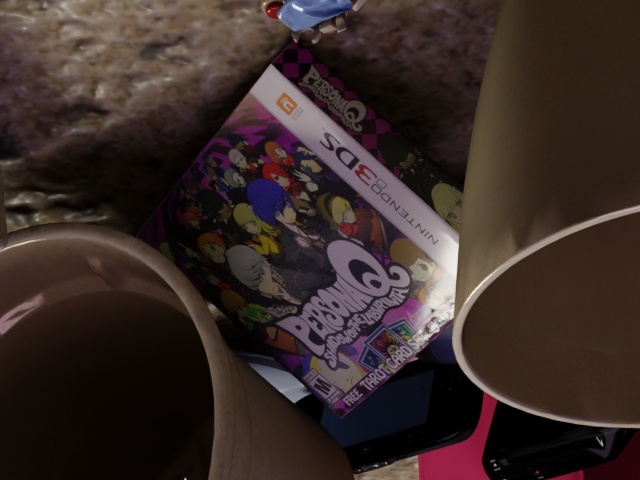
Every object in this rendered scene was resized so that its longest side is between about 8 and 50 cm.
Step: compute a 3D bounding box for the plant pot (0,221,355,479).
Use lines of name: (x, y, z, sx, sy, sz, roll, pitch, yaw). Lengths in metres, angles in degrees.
plant pot: (-0.132, 0.193, 1.248, 0.334, 0.334, 0.305, -18, 153, 23)

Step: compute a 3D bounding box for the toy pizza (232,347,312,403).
toy pizza: (-0.093, 0.138, 1.510, 0.201, 0.032, 0.201, -2, 150, -1)

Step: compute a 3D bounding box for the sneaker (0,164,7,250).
sneaker: (-0.342, -0.066, 1.068, 0.148, 0.131, 0.350, -17, 146, 14)

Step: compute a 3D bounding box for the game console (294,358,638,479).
game console: (0.111, 0.132, 1.356, 0.361, 0.213, 0.044, -21, 114, 27)

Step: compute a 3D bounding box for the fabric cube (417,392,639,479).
fabric cube: (0.262, 0.251, 1.505, 0.254, 0.259, 0.258, 14, 144, -23)

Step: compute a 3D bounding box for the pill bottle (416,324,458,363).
pill bottle: (0.127, 0.032, 1.256, 0.219, 0.123, 0.123, -1, 151, 22)

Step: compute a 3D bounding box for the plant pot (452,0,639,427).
plant pot: (0.191, -0.071, 0.968, 0.256, 0.274, 0.256, -3, 148, -2)

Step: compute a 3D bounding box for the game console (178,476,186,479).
game console: (-0.141, 0.242, 1.692, 0.107, 0.071, 0.122, 46, 130, -13)

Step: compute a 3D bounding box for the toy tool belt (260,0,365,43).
toy tool belt: (-0.005, -0.148, 1.039, 0.083, 0.051, 0.052, -26, 141, 33)

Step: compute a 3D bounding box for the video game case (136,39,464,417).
video game case: (0.000, 0.000, 1.186, 0.210, 0.042, 0.232, 43, 138, -2)
